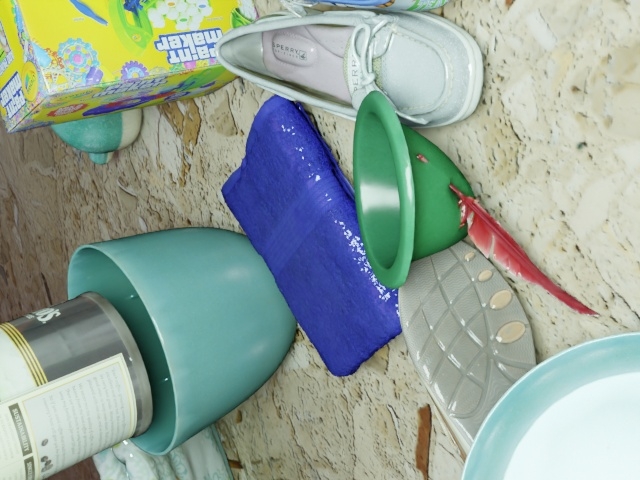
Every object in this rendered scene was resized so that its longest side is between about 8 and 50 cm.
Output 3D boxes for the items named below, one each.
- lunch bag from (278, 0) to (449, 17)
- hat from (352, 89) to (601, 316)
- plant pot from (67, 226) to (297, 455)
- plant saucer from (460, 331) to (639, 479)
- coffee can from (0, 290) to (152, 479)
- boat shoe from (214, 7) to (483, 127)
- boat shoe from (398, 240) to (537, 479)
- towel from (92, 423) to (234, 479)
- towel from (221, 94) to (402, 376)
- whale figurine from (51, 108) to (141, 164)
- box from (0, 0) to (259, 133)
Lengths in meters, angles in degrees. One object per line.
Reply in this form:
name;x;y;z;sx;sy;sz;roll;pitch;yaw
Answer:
lunch bag;0.026;-0.350;0.661;0.243;0.115;0.303;26;118;41
hat;0.140;-0.043;0.708;0.173;0.184;0.208;-126;31;-69
plant pot;-0.176;0.112;1.046;0.293;0.235;0.293;27;126;43
plant saucer;0.264;0.230;0.578;0.318;0.044;0.317;-9;69;23
coffee can;-0.374;0.200;0.910;0.201;0.275;0.201;25;125;42
boat shoe;0.021;-0.180;0.771;0.320;0.103;0.118;27;127;41
boat shoe;0.160;0.153;0.742;0.116;0.123;0.324;88;164;-70
towel;-0.220;0.412;1.216;0.320;0.090;0.374;-8;-106;-83
towel;0.000;0.000;0.917;0.308;0.076;0.227;59;149;13
whale figurine;-0.410;-0.228;1.257;0.272;0.141;0.216;7;112;51
box;-0.258;-0.307;0.905;0.177;0.290;0.279;-13;95;53
